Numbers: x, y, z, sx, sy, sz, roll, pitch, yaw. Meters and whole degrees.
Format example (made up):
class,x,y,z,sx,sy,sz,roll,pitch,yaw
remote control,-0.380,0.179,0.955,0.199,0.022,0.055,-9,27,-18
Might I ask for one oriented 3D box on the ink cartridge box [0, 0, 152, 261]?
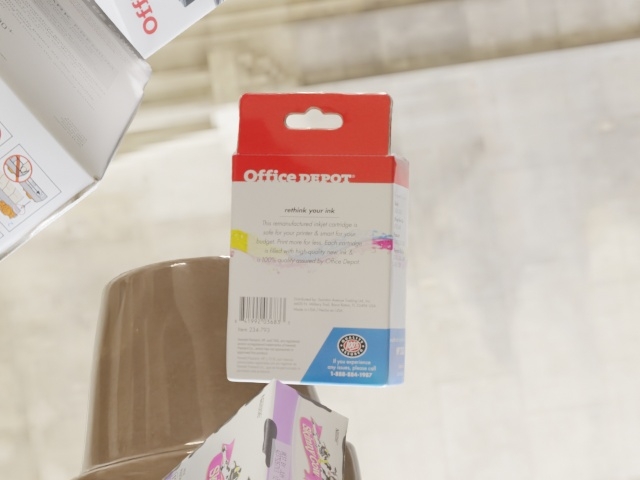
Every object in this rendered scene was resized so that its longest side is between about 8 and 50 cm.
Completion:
class,x,y,z,sx,sy,sz,roll,pitch,yaw
ink cartridge box,-0.268,-0.157,1.274,0.309,0.130,0.272,50,-165,-12

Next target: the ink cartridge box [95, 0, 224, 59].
class,x,y,z,sx,sy,sz,roll,pitch,yaw
ink cartridge box,-0.139,-0.331,1.850,0.114,0.273,0.197,28,149,46

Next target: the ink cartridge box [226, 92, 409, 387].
class,x,y,z,sx,sy,sz,roll,pitch,yaw
ink cartridge box,0.000,0.000,1.543,0.078,0.134,0.231,12,-100,-76

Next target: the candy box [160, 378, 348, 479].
class,x,y,z,sx,sy,sz,roll,pitch,yaw
candy box,-0.068,0.218,1.342,0.070,0.196,0.165,31,-143,-21

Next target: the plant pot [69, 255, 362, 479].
class,x,y,z,sx,sy,sz,roll,pitch,yaw
plant pot,-0.102,0.140,1.689,0.263,0.263,0.229,58,-156,-75
